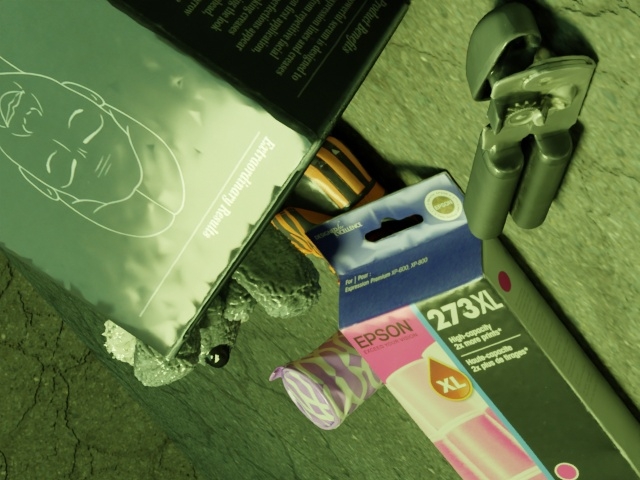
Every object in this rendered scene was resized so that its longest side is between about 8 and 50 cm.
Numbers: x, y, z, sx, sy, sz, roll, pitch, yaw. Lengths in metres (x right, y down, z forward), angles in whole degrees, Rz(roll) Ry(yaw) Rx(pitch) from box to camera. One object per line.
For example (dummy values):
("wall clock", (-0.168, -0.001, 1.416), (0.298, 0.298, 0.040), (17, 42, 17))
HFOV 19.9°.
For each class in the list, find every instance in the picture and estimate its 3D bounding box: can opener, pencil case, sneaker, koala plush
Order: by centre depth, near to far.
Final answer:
("can opener", (0.149, -0.091, 1.398), (0.283, 0.076, 0.095), (94, 161, -71))
("koala plush", (-0.127, 0.048, 1.799), (0.203, 0.196, 0.221), (58, 165, 18))
("sneaker", (0.000, 0.000, 1.865), (0.180, 0.124, 0.321), (45, 165, 2))
("pencil case", (0.051, 0.104, 1.875), (0.088, 0.206, 0.086), (45, 152, 8))

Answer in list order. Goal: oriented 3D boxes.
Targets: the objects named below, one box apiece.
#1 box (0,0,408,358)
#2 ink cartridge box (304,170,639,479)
("box", (-0.185, -0.152, 1.451), (0.395, 0.212, 0.293), (35, 133, -2))
("ink cartridge box", (0.149, 0.111, 1.745), (0.176, 0.069, 0.371), (-23, 115, 35))
